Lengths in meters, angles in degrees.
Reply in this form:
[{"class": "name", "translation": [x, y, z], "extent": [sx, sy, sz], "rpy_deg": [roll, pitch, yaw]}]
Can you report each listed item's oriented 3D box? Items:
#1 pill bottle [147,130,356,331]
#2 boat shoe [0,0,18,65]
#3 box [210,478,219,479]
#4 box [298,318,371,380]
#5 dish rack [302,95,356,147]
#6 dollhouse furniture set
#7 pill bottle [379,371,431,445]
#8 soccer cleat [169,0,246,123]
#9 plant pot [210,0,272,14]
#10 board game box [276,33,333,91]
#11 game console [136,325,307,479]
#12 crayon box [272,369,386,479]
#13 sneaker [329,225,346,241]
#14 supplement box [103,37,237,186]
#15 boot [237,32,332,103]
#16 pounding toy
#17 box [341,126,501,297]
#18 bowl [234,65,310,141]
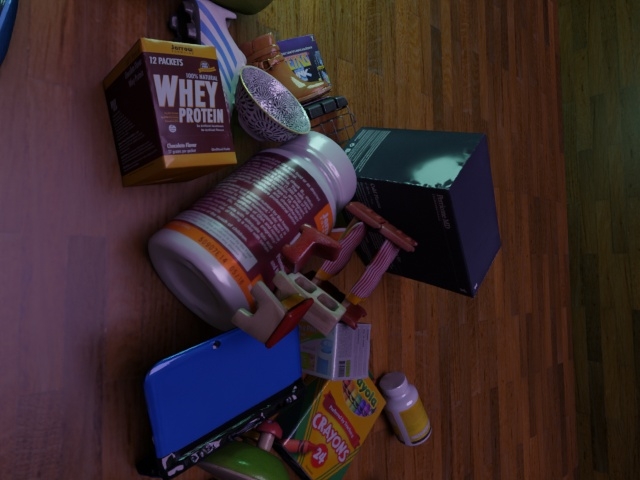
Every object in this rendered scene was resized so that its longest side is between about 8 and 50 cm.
[{"class": "pill bottle", "translation": [-0.110, -0.036, 0.866], "extent": [0.392, 0.224, 0.224], "rpy_deg": [-47, 116, -33]}, {"class": "boat shoe", "translation": [-0.495, -0.363, 0.648], "extent": [0.088, 0.109, 0.259], "rpy_deg": [9, 65, -34]}, {"class": "box", "translation": [-0.275, 0.573, 0.729], "extent": [0.322, 0.058, 0.233], "rpy_deg": [10, 79, -60]}, {"class": "box", "translation": [-0.003, 0.223, 0.955], "extent": [0.103, 0.203, 0.114], "rpy_deg": [11, 79, -41]}, {"class": "dish rack", "translation": [0.025, -0.211, 1.103], "extent": [0.208, 0.074, 0.272], "rpy_deg": [-33, 110, -37]}, {"class": "dollhouse furniture set", "translation": [0.036, 0.060, 0.772], "extent": [0.201, 0.152, 0.374], "rpy_deg": [-57, 169, 15]}, {"class": "pill bottle", "translation": [0.226, 0.453, 1.208], "extent": [0.103, 0.103, 0.184], "rpy_deg": [-36, 110, -37]}, {"class": "soccer cleat", "translation": [-0.198, -0.309, 0.880], "extent": [0.143, 0.115, 0.332], "rpy_deg": [-9, 93, -42]}, {"class": "plant pot", "translation": [-0.204, -0.574, 0.825], "extent": [0.293, 0.274, 0.275], "rpy_deg": [23, 71, -55]}, {"class": "board game box", "translation": [-0.062, -0.398, 1.052], "extent": [0.170, 0.048, 0.141], "rpy_deg": [-33, 110, -38]}, {"class": "game console", "translation": [-0.183, 0.265, 0.796], "extent": [0.292, 0.250, 0.174], "rpy_deg": [-17, 80, -41]}, {"class": "crayon box", "translation": [0.035, 0.400, 1.059], "extent": [0.319, 0.081, 0.202], "rpy_deg": [-49, 117, -33]}, {"class": "sneaker", "translation": [0.000, 0.000, 1.070], "extent": [0.175, 0.064, 0.068], "rpy_deg": [-2, 98, -39]}, {"class": "supplement box", "translation": [-0.262, -0.207, 0.765], "extent": [0.129, 0.191, 0.194], "rpy_deg": [-13, 95, -41]}, {"class": "boot", "translation": [-0.083, -0.361, 0.947], "extent": [0.073, 0.196, 0.153], "rpy_deg": [-68, 147, -76]}, {"class": "pounding toy", "translation": [-0.114, 0.410, 0.845], "extent": [0.237, 0.182, 0.110], "rpy_deg": [58, 42, -42]}, {"class": "box", "translation": [0.226, -0.070, 1.047], "extent": [0.179, 0.312, 0.343], "rpy_deg": [-51, 136, -25]}, {"class": "bowl", "translation": [-0.107, -0.246, 0.864], "extent": [0.170, 0.080, 0.170], "rpy_deg": [34, 33, -26]}]
